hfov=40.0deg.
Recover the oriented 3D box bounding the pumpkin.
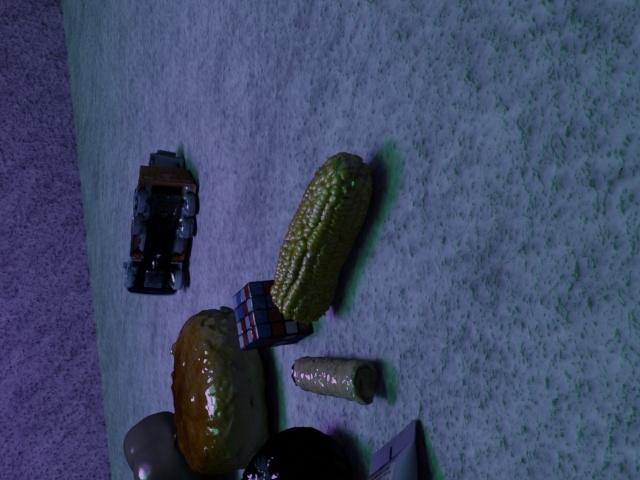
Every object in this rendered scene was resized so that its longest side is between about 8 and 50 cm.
[{"bbox_3d":[-0.034,0.366,1.261,0.202,0.140,0.202,-46,31,38],"label":"pumpkin"}]

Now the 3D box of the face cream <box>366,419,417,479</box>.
[{"bbox_3d":[0.075,0.365,1.054,0.154,0.096,0.274,117,165,-55],"label":"face cream"}]

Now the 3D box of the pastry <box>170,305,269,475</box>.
[{"bbox_3d":[-0.192,0.275,1.617,0.329,0.136,0.330,176,90,-68],"label":"pastry"}]

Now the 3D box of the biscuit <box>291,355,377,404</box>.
[{"bbox_3d":[0.018,0.193,1.228,0.219,0.055,0.061,165,95,-67],"label":"biscuit"}]

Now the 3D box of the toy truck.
[{"bbox_3d":[-0.369,-0.022,1.982,0.184,0.132,0.338,-110,29,-53],"label":"toy truck"}]

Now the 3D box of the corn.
[{"bbox_3d":[0.000,0.000,1.186,0.292,0.101,0.101,111,145,-45],"label":"corn"}]

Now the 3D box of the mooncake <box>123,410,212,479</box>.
[{"bbox_3d":[-0.308,0.488,1.822,0.275,0.135,0.275,59,170,17],"label":"mooncake"}]

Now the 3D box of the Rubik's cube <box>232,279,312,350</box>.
[{"bbox_3d":[-0.077,0.116,1.383,0.092,0.092,0.092,140,123,-62],"label":"Rubik's cube"}]
